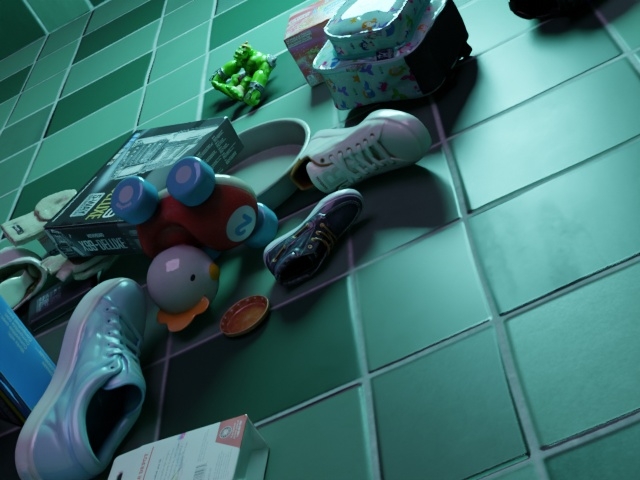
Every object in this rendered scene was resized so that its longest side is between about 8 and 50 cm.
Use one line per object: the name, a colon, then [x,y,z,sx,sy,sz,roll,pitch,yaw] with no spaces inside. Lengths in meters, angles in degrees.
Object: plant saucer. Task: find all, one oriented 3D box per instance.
plant saucer: [-0.111,0.114,1.669,0.083,0.013,0.083,-24,30,15]

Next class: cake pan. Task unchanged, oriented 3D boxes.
cake pan: [-0.135,-0.113,2.011,0.293,0.054,0.293,-24,29,14]

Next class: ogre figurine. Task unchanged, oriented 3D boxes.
ogre figurine: [-0.160,-0.356,2.391,0.118,0.097,0.197,-54,15,-4]

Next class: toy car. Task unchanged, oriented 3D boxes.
toy car: [-0.195,0.030,1.750,0.210,0.219,0.237,-16,61,26]

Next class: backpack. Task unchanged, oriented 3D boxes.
backpack: [0.111,-0.347,2.016,0.254,0.191,0.225,-14,33,39]

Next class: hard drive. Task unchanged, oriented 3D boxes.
hard drive: [-0.467,0.103,2.031,0.135,0.022,0.094,-30,28,4]

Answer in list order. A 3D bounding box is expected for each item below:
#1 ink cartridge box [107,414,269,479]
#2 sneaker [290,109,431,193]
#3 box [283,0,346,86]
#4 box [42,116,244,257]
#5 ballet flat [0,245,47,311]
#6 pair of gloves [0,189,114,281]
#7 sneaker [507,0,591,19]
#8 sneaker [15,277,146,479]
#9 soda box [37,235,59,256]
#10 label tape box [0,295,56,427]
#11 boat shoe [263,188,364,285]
ink cartridge box: [-0.169,0.300,1.375,0.198,0.067,0.115,-19,30,20]
sneaker: [0.060,-0.125,1.800,0.290,0.106,0.123,-11,36,54]
box: [0.068,-0.429,2.239,0.257,0.122,0.128,-21,31,20]
box: [-0.314,-0.095,2.009,0.242,0.076,0.307,-3,38,38]
ballet flat: [-0.661,0.149,2.030,0.400,0.139,0.139,-42,29,-25]
pair of gloves: [-0.456,-0.013,2.086,0.204,0.042,0.240,-36,48,-27]
sneaker: [0.379,-0.463,2.006,0.146,0.102,0.293,-39,29,-12]
sneaker: [-0.297,0.200,1.612,0.150,0.135,0.365,-10,45,27]
soda box: [-0.474,-0.042,2.224,0.183,0.063,0.058,-27,29,7]
label tape box: [-0.512,0.171,1.739,0.334,0.240,0.106,7,45,49]
boat shoe: [0.000,0.000,1.695,0.183,0.065,0.083,-38,29,2]
